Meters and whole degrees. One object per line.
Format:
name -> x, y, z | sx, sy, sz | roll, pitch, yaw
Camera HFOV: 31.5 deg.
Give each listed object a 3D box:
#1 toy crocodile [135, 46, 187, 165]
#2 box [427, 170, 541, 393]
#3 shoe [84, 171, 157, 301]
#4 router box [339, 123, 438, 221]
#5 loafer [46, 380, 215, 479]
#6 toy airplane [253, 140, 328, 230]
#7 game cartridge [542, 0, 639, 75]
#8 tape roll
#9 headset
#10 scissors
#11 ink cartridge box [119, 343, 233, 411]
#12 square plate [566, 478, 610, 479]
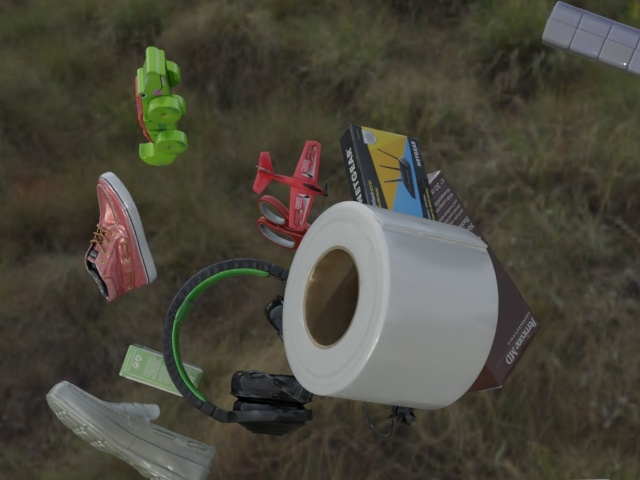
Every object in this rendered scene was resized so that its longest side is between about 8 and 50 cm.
toy crocodile -> -0.327, -0.264, 2.275 | 0.105, 0.340, 0.115 | -4, 66, -4
box -> 0.234, 0.083, 2.123 | 0.143, 0.381, 0.191 | -17, 24, 46
shoe -> -0.295, -0.002, 1.592 | 0.081, 0.178, 0.063 | -30, 29, -27
router box -> 0.111, -0.096, 1.835 | 0.133, 0.046, 0.178 | 8, 53, -28
loafer -> -0.325, 0.327, 1.965 | 0.112, 0.319, 0.111 | -16, 41, 58
toy airplane -> -0.048, -0.091, 1.790 | 0.151, 0.151, 0.028 | -27, 14, -35
game cartridge -> 0.412, -0.253, 1.521 | 0.230, 0.068, 0.355 | 18, 12, 7
tape roll -> 0.082, 0.084, 1.431 | 0.169, 0.246, 0.246 | 12, 26, -30
headset -> -0.045, 0.177, 1.653 | 0.394, 0.243, 0.185 | 25, -7, 5
scissors -> 0.000, 0.000, 2.014 | 0.297, 0.109, 0.021 | 23, 48, 29
ink cartridge box -> -0.200, 0.230, 1.814 | 0.235, 0.056, 0.171 | 20, -7, -4
square plate -> 0.168, 0.431, 1.423 | 0.347, 0.344, 0.049 | 5, 37, -32
